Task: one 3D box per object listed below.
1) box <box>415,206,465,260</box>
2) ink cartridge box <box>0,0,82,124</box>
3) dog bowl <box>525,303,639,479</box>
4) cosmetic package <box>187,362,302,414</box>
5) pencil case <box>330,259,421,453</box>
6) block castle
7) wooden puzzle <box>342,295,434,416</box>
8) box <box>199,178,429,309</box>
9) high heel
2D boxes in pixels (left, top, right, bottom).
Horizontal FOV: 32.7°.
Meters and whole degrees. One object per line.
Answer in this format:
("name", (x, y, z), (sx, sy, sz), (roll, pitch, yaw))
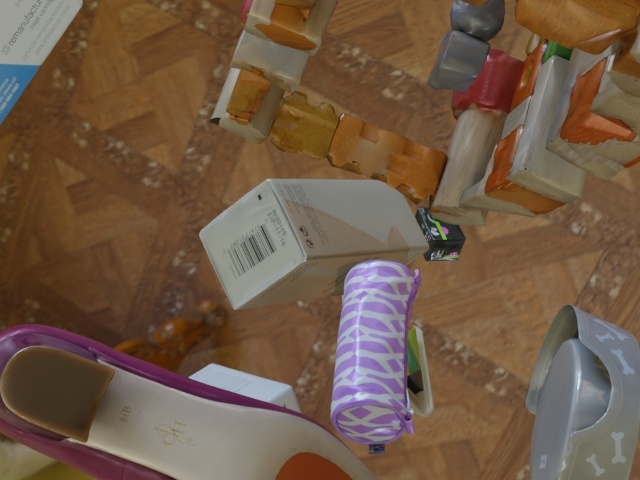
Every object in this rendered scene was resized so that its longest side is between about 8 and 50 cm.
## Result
("box", (0.199, -0.011, 1.849), (0.083, 0.062, 0.052), (-112, 28, -44))
("ink cartridge box", (-0.504, -0.328, 1.437), (0.307, 0.129, 0.223), (31, 108, -28))
("dog bowl", (0.378, 0.274, 1.609), (0.102, 0.349, 0.348), (12, 112, 2))
("cosmetic package", (-0.116, 0.257, 1.303), (0.184, 0.151, 0.151), (5, 119, 54))
("pencil case", (0.061, 0.118, 1.172), (0.088, 0.206, 0.086), (-8, 140, 16))
("block castle", (0.100, -0.187, 0.824), (0.303, 0.453, 0.212), (21, 75, -7))
("wooden puzzle", (0.127, 0.177, 1.978), (0.044, 0.221, 0.239), (-31, 128, 23))
("box", (0.000, 0.000, 1.504), (0.148, 0.311, 0.121), (-36, 72, 32))
("high heel", (-0.107, 0.172, 0.908), (0.377, 0.127, 0.181), (34, 165, -18))
